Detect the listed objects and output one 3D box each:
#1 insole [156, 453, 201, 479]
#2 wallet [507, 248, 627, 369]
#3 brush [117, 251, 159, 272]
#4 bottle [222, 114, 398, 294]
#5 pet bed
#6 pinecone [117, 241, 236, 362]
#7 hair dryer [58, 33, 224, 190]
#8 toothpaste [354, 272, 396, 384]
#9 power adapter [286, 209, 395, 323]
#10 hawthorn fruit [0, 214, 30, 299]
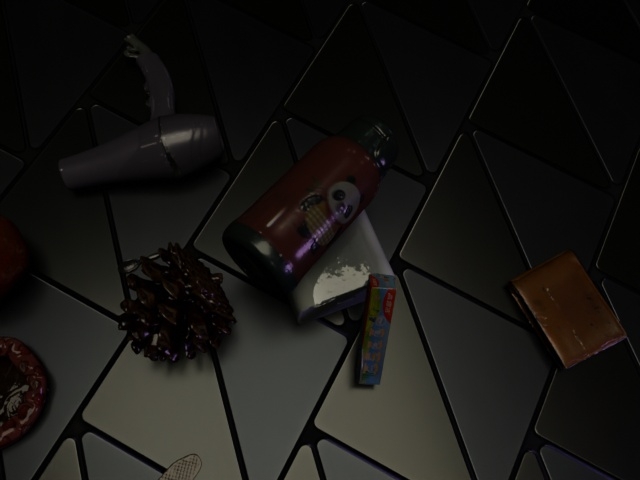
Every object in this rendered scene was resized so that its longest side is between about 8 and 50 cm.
[{"bbox_3d":[-0.254,0.403,1.042,0.135,0.002,0.045,-34,76,-16],"label":"insole"},{"bbox_3d":[0.462,0.130,1.196,0.160,0.042,0.196,-23,71,-18],"label":"wallet"},{"bbox_3d":[-0.334,0.039,1.169,0.083,0.008,0.024,-21,69,-12],"label":"brush"},{"bbox_3d":[-0.002,-0.075,1.043,0.144,0.144,0.336,38,69,9],"label":"bottle"},{"bbox_3d":[-0.552,0.252,1.046,0.201,0.053,0.201,3,71,-10],"label":"pet bed"},{"bbox_3d":[-0.245,0.113,1.057,0.207,0.208,0.208,2,69,-5],"label":"pinecone"},{"bbox_3d":[-0.363,-0.265,1.251,0.301,0.121,0.361,-14,62,-2],"label":"hair dryer"},{"bbox_3d":[0.093,0.157,1.069,0.044,0.194,0.070,4,25,-4],"label":"toothpaste"},{"bbox_3d":[0.000,0.000,1.156,0.187,0.124,0.255,-19,71,-13],"label":"power adapter"},{"bbox_3d":[-0.594,0.023,1.049,0.185,0.202,0.185,1,77,-2],"label":"hawthorn fruit"}]
